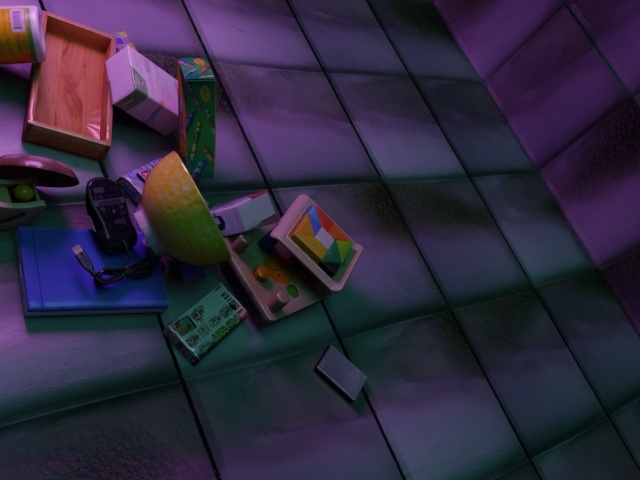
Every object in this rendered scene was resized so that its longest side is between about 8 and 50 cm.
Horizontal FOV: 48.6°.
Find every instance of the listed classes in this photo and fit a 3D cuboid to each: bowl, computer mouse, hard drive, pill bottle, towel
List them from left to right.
[{"bbox_3d":[-0.807,-0.498,1.725,0.245,0.136,0.136,-7,60,-15],"label":"pill bottle"},{"bbox_3d":[-0.520,0.069,1.625,0.318,0.040,0.210,2,57,-37],"label":"hard drive"},{"bbox_3d":[-0.506,-0.013,1.629,0.184,0.060,0.262,-24,86,-50],"label":"computer mouse"},{"bbox_3d":[-0.585,-0.588,2.107,0.060,0.009,0.083,-20,73,-45],"label":"towel"},{"bbox_3d":[-0.344,-0.049,1.672,0.156,0.289,0.290,-29,76,-9],"label":"bowl"},{"bbox_3d":[0.054,0.353,1.879,0.135,0.022,0.094,42,42,-4],"label":"hard drive"}]

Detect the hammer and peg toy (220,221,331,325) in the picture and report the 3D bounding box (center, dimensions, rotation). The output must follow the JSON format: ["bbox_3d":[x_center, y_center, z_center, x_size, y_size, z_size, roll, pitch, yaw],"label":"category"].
[{"bbox_3d":[-0.087,0.062,1.916,0.361,0.127,0.266,-20,72,-49],"label":"hammer and peg toy"}]

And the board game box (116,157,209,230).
[{"bbox_3d":[-0.423,-0.114,1.832,0.194,0.060,0.194,48,41,2],"label":"board game box"}]

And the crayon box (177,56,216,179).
[{"bbox_3d":[-0.328,-0.323,1.873,0.081,0.279,0.165,-5,33,-16],"label":"crayon box"}]

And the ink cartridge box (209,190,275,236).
[{"bbox_3d":[-0.226,-0.064,1.858,0.127,0.175,0.072,-34,106,-47],"label":"ink cartridge box"}]

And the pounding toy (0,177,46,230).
[{"bbox_3d":[-0.740,-0.115,1.507,0.269,0.154,0.155,-7,64,-42],"label":"pounding toy"}]

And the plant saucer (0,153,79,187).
[{"bbox_3d":[-0.642,-0.158,1.590,0.198,0.198,0.036,9,80,-34],"label":"plant saucer"}]

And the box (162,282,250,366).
[{"bbox_3d":[-0.274,0.201,1.723,0.114,0.036,0.207,47,42,2],"label":"box"}]

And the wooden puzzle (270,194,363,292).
[{"bbox_3d":[0.000,0.000,1.909,0.238,0.044,0.221,41,40,-7],"label":"wooden puzzle"}]

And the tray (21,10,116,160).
[{"bbox_3d":[-0.655,-0.410,1.866,0.202,0.076,0.411,14,51,-31],"label":"tray"}]

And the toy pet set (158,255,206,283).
[{"bbox_3d":[-0.339,0.047,1.769,0.122,0.065,0.114,-6,63,-41],"label":"toy pet set"}]

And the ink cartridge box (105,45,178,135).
[{"bbox_3d":[-0.473,-0.405,1.937,0.212,0.093,0.154,27,40,-55],"label":"ink cartridge box"}]
